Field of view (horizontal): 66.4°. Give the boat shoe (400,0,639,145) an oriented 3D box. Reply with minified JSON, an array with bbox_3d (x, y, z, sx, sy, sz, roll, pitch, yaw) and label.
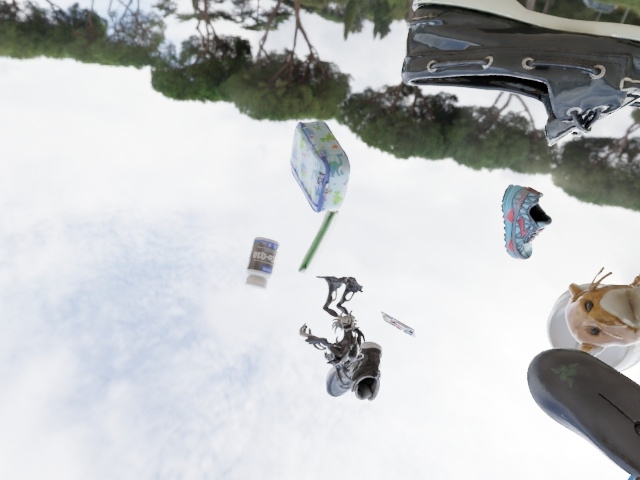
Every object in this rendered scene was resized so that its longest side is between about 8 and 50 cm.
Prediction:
[{"bbox_3d":[0.233,-0.154,0.483,0.339,0.113,0.127,25,-166,17],"label":"boat shoe"}]

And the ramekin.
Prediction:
[{"bbox_3d":[0.795,0.265,1.424,0.127,0.273,0.272,-7,-143,-46],"label":"ramekin"}]

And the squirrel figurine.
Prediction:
[{"bbox_3d":[0.768,0.171,1.100,0.397,0.370,0.281,23,-124,-52],"label":"squirrel figurine"}]

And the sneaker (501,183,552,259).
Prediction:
[{"bbox_3d":[0.606,-0.039,1.424,0.125,0.262,0.104,11,-133,41],"label":"sneaker"}]

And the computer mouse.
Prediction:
[{"bbox_3d":[0.446,0.253,0.727,0.272,0.072,0.189,32,-104,25],"label":"computer mouse"}]

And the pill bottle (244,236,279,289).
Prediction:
[{"bbox_3d":[-0.166,0.065,1.373,0.078,0.078,0.137,11,-103,3],"label":"pill bottle"}]

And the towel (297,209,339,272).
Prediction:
[{"bbox_3d":[0.000,0.000,1.746,0.038,0.248,0.325,26,-176,3],"label":"towel"}]

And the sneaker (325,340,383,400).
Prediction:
[{"bbox_3d":[0.100,0.443,1.523,0.101,0.269,0.153,28,-149,-17],"label":"sneaker"}]

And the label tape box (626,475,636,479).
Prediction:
[{"bbox_3d":[0.663,0.611,0.924,0.347,0.249,0.115,41,178,-22],"label":"label tape box"}]

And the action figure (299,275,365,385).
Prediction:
[{"bbox_3d":[0.041,0.232,1.288,0.140,0.276,0.164,-1,175,42],"label":"action figure"}]

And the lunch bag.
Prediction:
[{"bbox_3d":[-0.006,-0.190,1.273,0.090,0.176,0.219,-11,-129,-22],"label":"lunch bag"}]

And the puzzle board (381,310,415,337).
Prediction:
[{"bbox_3d":[0.263,0.287,1.658,0.128,0.096,0.011,27,-105,24],"label":"puzzle board"}]
